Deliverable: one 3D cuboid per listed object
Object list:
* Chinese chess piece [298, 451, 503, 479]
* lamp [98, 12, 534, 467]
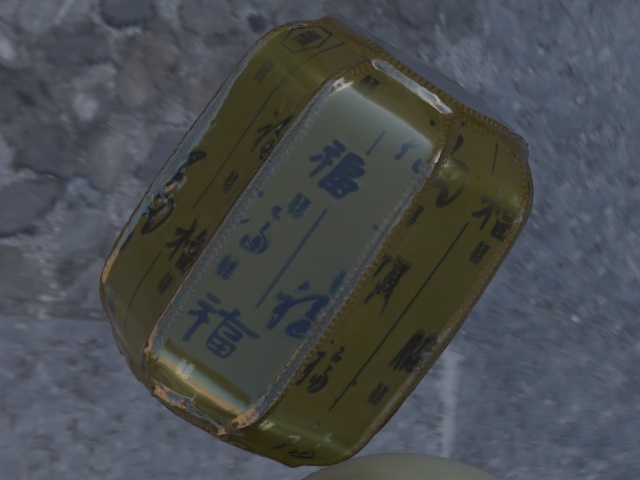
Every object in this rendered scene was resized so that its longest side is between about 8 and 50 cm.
[{"bbox_3d":[0.028,0.225,0.857,0.097,0.251,0.250,30,92,46],"label":"Chinese chess piece"},{"bbox_3d":[0.000,0.000,0.809,0.161,0.161,0.185,34,98,15],"label":"lamp"}]
